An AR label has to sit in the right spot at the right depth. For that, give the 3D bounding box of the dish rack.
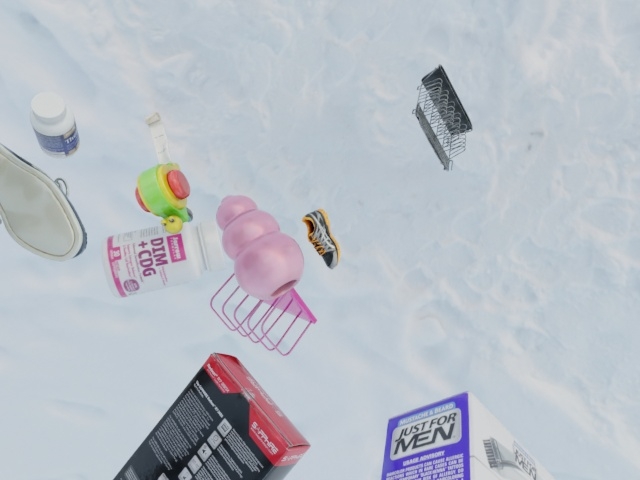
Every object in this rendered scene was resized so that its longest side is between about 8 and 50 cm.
[{"bbox_3d":[0.320,-0.316,1.363,0.074,0.272,0.208,-23,117,31],"label":"dish rack"}]

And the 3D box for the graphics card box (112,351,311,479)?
[{"bbox_3d":[-0.216,0.417,0.927,0.233,0.094,0.371,40,93,30],"label":"graphics card box"}]

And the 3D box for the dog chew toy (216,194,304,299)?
[{"bbox_3d":[-0.192,0.007,1.521,0.206,0.206,0.332,-44,72,29],"label":"dog chew toy"}]

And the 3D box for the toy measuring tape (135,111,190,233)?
[{"bbox_3d":[-0.375,-0.169,1.190,0.121,0.121,0.330,-27,71,25],"label":"toy measuring tape"}]

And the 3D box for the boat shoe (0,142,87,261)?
[{"bbox_3d":[-0.405,-0.058,0.718,0.254,0.079,0.095,33,88,14],"label":"boat shoe"}]

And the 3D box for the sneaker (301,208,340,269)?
[{"bbox_3d":[0.000,0.000,1.746,0.084,0.083,0.215,-39,68,51],"label":"sneaker"}]

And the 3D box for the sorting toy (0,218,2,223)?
[{"bbox_3d":[-0.552,-0.002,0.667,0.195,0.347,0.047,-15,83,4],"label":"sorting toy"}]

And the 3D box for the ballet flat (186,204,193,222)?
[{"bbox_3d":[-0.497,-0.094,1.850,0.203,0.074,0.074,-16,116,51],"label":"ballet flat"}]

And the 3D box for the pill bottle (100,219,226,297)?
[{"bbox_3d":[-0.395,0.040,1.334,0.283,0.160,0.160,-13,117,-11],"label":"pill bottle"}]

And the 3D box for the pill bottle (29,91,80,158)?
[{"bbox_3d":[-0.447,-0.194,0.876,0.067,0.067,0.120,32,154,-4],"label":"pill bottle"}]

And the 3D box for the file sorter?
[{"bbox_3d":[-0.204,0.244,1.782,0.290,0.182,0.202,15,148,41],"label":"file sorter"}]

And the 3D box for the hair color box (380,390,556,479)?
[{"bbox_3d":[0.128,0.318,0.407,0.110,0.339,0.185,-31,113,33],"label":"hair color box"}]
